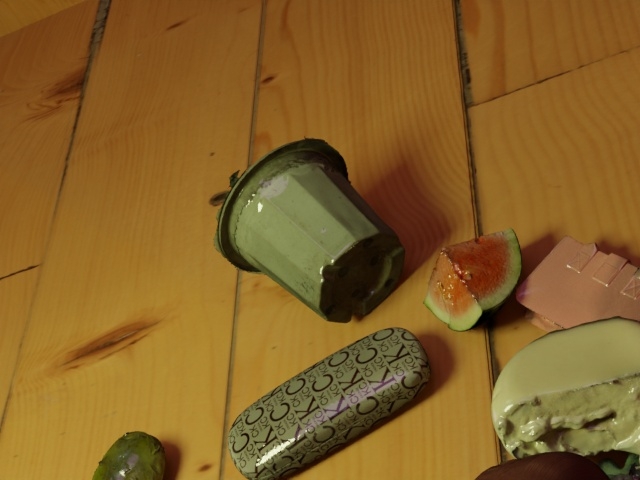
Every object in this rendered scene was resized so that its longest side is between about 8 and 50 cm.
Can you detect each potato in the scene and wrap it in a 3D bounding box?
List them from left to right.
[{"bbox_3d":[-0.327,0.421,1.990,0.117,0.090,0.225,1,58,27],"label":"potato"}]

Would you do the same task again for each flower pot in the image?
[{"bbox_3d":[0.000,0.000,2.081,0.290,0.290,0.259,-42,53,-9],"label":"flower pot"}]

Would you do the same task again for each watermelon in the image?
[{"bbox_3d":[0.253,0.078,1.910,0.193,0.137,0.145,-45,52,15],"label":"watermelon"}]

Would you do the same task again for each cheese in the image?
[{"bbox_3d":[0.368,0.214,1.642,0.266,0.127,0.233,-16,24,18],"label":"cheese"}]

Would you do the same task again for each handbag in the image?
[{"bbox_3d":[0.418,0.087,1.829,0.157,0.059,0.212,-47,43,-13],"label":"handbag"}]

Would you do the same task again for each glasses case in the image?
[{"bbox_3d":[0.012,0.260,1.916,0.355,0.085,0.137,-31,39,5],"label":"glasses case"}]

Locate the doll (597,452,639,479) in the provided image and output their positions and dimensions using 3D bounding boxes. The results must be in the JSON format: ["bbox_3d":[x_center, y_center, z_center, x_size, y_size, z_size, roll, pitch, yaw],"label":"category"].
[{"bbox_3d":[0.414,0.318,1.597,0.150,0.077,0.115,-39,49,-23],"label":"doll"}]

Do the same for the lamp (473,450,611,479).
[{"bbox_3d":[0.286,0.357,1.520,0.258,0.180,0.180,-30,30,53],"label":"lamp"}]
